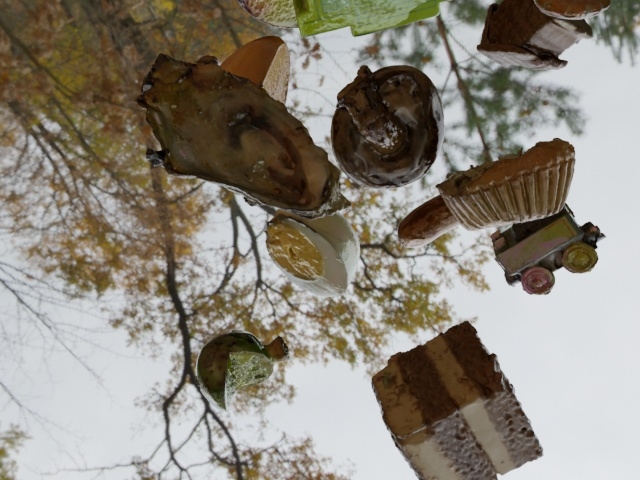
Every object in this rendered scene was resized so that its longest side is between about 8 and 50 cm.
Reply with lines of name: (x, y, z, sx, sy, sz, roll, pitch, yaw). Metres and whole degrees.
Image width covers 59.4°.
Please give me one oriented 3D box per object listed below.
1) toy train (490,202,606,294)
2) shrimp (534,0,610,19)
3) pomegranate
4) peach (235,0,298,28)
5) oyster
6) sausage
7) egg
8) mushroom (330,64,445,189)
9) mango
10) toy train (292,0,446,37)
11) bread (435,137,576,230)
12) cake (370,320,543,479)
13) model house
toy train: (0.565, 0.019, 1.408, 0.261, 0.177, 0.134, -35, -167, 23)
shrimp: (0.510, -0.524, 1.171, 0.150, 0.068, 0.248, 2, -133, -1)
pomegranate: (-0.149, 0.216, 1.015, 0.169, 0.143, 0.122, -41, -127, -16)
peach: (-0.090, -0.781, 1.533, 0.406, 0.335, 0.309, -20, -113, -18)
oyster: (-0.109, -0.150, 0.872, 0.096, 0.361, 0.221, -28, -131, 56)
sausage: (0.315, -0.067, 1.405, 0.271, 0.108, 0.108, -27, -149, 9)
egg: (0.000, 0.000, 1.711, 0.337, 0.337, 0.201, 7, -133, 45)
mushroom: (0.139, -0.259, 1.231, 0.264, 0.283, 0.195, -26, -127, 13)
mango: (-0.182, -0.323, 1.320, 0.201, 0.199, 0.349, -120, -127, -83)
toy train: (0.117, -0.520, 0.999, 0.443, 0.272, 0.179, -13, -126, 4)
bread: (0.384, -0.107, 1.139, 0.274, 0.149, 0.274, -19, -179, 0)
cake: (0.305, 0.391, 1.285, 0.290, 0.282, 0.255, -31, -157, 6)
model house: (0.580, -0.575, 1.558, 0.229, 0.200, 0.219, -40, -125, 44)
